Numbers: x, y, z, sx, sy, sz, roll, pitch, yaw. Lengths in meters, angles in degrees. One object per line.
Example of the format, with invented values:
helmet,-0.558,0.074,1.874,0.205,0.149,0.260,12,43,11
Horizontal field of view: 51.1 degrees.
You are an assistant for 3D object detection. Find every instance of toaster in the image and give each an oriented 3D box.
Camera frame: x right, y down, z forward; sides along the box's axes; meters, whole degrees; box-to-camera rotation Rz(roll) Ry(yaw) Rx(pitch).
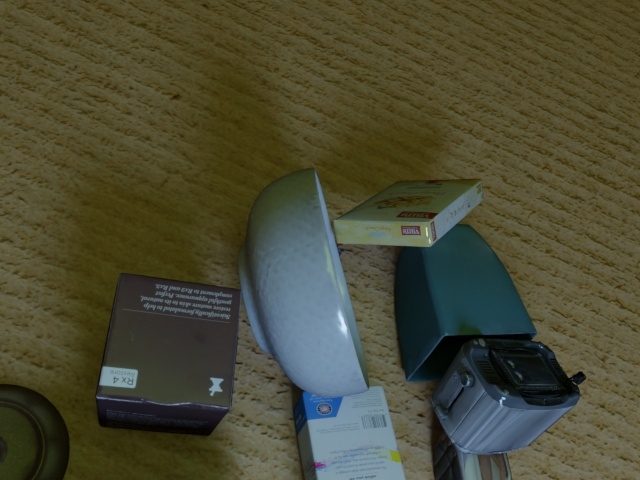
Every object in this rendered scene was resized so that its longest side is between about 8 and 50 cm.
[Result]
toaster,0.278,0.237,1.015,0.226,0.147,0.129,7,39,-32

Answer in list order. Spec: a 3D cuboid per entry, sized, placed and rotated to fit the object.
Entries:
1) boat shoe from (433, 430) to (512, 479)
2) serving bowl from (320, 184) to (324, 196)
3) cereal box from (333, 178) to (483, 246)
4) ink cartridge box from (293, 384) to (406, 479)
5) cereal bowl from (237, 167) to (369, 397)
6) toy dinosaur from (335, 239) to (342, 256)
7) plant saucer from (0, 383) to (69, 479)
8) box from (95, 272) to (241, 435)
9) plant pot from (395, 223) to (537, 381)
boat shoe,0.260,0.443,1.003,0.116,0.123,0.325,3,66,-18
serving bowl,-0.036,-0.079,1.209,0.083,0.027,0.084,7,63,-15
cereal box,0.155,-0.052,1.137,0.240,0.172,0.048,-33,118,-52
ink cartridge box,0.047,0.339,0.986,0.134,0.078,0.231,0,56,-17
cereal bowl,-0.033,0.070,0.985,0.141,0.339,0.339,-14,68,2
toy dinosaur,0.000,0.000,1.163,0.082,0.090,0.047,26,38,-40
plant saucer,-0.444,0.288,0.902,0.198,0.036,0.199,7,63,-14
box,-0.213,0.168,0.936,0.168,0.203,0.167,10,63,-13
plant pot,0.219,0.094,1.135,0.165,0.166,0.234,0,54,-17
